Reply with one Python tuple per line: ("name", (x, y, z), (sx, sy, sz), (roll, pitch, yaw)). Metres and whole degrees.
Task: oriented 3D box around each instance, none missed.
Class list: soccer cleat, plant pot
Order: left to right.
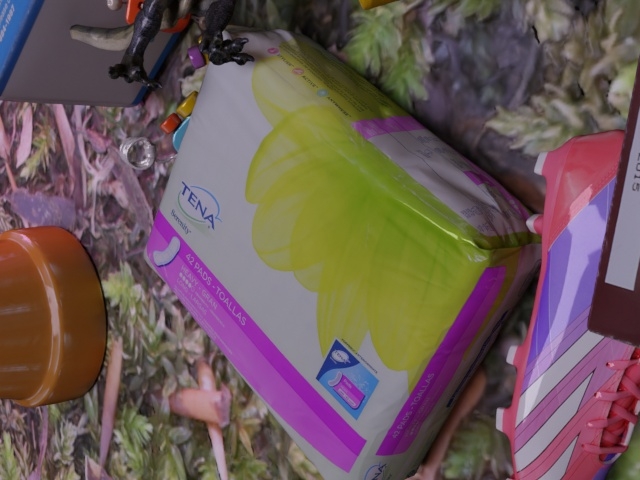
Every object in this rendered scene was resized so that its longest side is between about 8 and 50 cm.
("plant pot", (-0.370, 0.092, 0.957), (0.205, 0.187, 0.205), (6, 99, 44))
("soccer cleat", (0.165, 0.060, 0.510), (0.095, 0.083, 0.248), (9, 98, 39))

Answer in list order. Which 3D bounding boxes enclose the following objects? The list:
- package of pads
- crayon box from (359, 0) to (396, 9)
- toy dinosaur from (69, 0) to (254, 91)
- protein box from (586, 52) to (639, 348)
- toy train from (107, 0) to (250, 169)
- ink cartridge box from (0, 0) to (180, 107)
("package of pads", (0.000, 0.000, 0.646), (0.296, 0.101, 0.229), (43, 122, 32))
("crayon box", (0.023, -0.371, 0.478), (0.313, 0.106, 0.363), (112, 139, -70))
("toy dinosaur", (-0.100, -0.170, 0.634), (0.268, 0.064, 0.118), (-25, 53, 35))
("protein box", (0.249, -0.013, 0.331), (0.201, 0.199, 0.136), (19, 107, 42))
("toy train", (-0.121, -0.143, 0.755), (0.046, 0.125, 0.166), (-105, 21, -72))
("ink cartridge box", (-0.255, -0.364, 0.810), (0.285, 0.166, 0.395), (-49, 61, 36))
